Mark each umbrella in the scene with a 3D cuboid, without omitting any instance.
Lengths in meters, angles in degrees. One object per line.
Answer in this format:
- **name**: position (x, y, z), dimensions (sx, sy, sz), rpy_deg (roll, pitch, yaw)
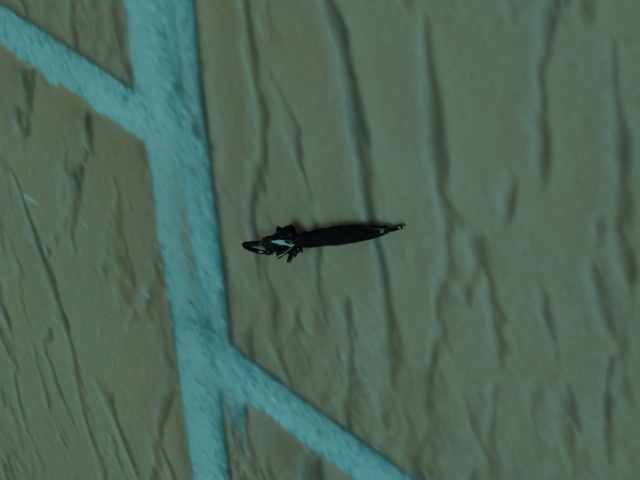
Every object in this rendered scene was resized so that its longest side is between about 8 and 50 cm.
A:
- **umbrella**: position (-0.004, -0.002, 1.059), dimensions (0.022, 0.022, 0.149), rpy_deg (21, 163, -27)
